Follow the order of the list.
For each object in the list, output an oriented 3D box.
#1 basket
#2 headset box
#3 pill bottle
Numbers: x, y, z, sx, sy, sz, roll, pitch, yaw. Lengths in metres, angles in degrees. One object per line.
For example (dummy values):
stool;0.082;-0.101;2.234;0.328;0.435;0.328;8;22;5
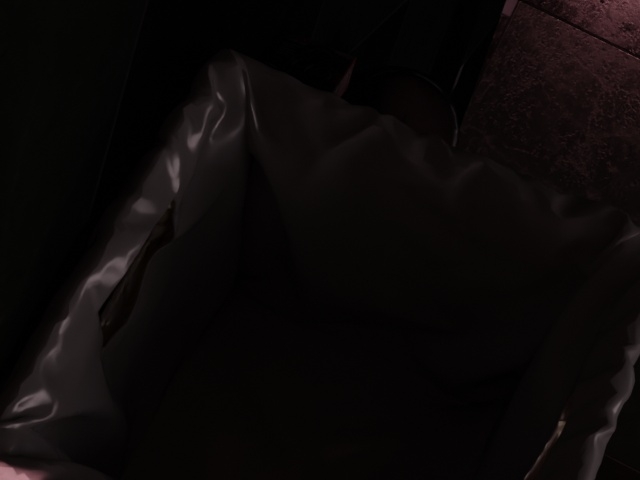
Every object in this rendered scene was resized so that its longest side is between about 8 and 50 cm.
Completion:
basket;0.000;0.119;0.997;0.266;0.331;0.328;104;11;-59
headset box;-0.013;-0.129;1.208;0.083;0.062;0.032;-57;168;-52
pill bottle;0.067;-0.114;1.541;0.219;0.122;0.123;-106;-142;-83
